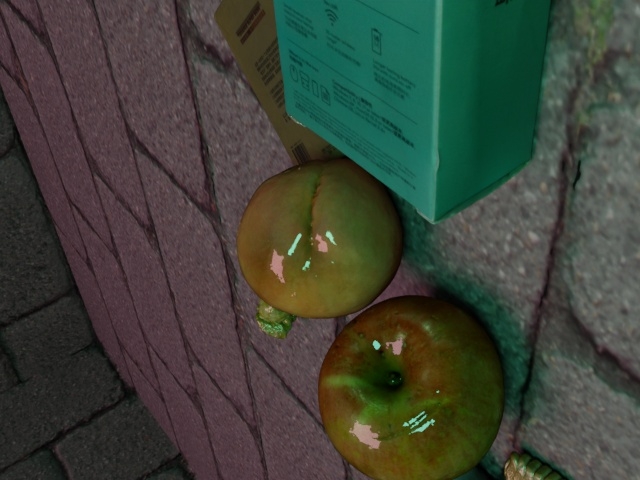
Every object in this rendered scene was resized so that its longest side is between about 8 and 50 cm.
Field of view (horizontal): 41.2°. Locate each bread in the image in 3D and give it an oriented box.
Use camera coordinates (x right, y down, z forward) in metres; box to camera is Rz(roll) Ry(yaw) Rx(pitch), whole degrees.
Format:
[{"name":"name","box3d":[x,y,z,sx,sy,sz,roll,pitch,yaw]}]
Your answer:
[{"name":"bread","box3d":[0.235,0.259,0.911,0.088,0.033,0.049,23,123,49]}]

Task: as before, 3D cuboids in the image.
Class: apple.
[{"name":"apple","box3d":[0.097,0.159,0.881,0.196,0.196,0.196,45,153,31]}]

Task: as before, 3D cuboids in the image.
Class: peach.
[{"name":"peach","box3d":[0.000,0.000,0.900,0.184,0.184,0.184,45,153,31]}]

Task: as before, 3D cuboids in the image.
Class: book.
[{"name":"book","box3d":[-0.038,-0.187,0.958,0.231,0.026,0.161,61,156,-2]}]

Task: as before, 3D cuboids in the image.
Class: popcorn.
[{"name":"popcorn","box3d":[-0.069,0.109,1.303,0.068,0.059,0.083,22,-110,-74]}]

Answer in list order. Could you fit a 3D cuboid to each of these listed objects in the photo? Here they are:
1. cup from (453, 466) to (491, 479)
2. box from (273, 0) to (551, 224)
[{"name":"cup","box3d":[0.149,0.335,1.029,0.199,0.199,0.150,14,111,60]},{"name":"box","box3d":[0.062,-0.194,0.632,0.205,0.118,0.311,38,149,37]}]
